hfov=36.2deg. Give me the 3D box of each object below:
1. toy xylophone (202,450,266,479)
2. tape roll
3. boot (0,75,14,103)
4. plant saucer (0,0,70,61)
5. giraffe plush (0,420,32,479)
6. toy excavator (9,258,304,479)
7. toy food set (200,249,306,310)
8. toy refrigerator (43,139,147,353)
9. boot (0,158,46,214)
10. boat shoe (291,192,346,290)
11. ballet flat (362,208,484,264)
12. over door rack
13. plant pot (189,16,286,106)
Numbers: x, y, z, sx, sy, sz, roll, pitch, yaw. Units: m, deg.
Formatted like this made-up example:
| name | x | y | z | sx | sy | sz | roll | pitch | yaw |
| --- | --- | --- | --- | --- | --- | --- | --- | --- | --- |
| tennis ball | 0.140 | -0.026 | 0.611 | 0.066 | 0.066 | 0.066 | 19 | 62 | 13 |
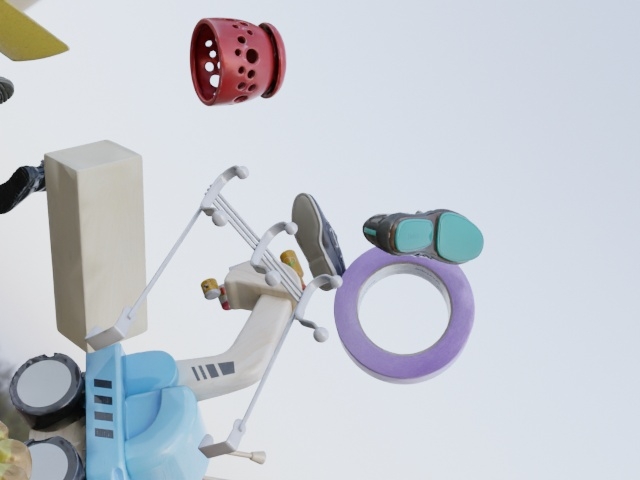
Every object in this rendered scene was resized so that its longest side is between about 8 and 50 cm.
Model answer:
| name | x | y | z | sx | sy | sz | roll | pitch | yaw |
| --- | --- | --- | --- | --- | --- | --- | --- | --- | --- |
| toy xylophone | -0.235 | 0.525 | 1.986 | 0.236 | 0.323 | 0.081 | -66 | -148 | 23 |
| tape roll | 0.165 | 0.143 | 1.936 | 0.275 | 0.275 | 0.090 | 42 | -10 | 13 |
| boot | -0.727 | -0.363 | 2.021 | 0.076 | 0.190 | 0.208 | 80 | -2 | -53 |
| plant saucer | -0.627 | -0.427 | 1.670 | 0.333 | 0.081 | 0.333 | 38 | -2 | -41 |
| giraffe plush | -0.444 | 0.303 | 1.099 | 0.210 | 0.170 | 0.181 | 12 | 12 | -19 |
| toy excavator | -0.225 | 0.244 | 1.500 | 0.222 | 0.445 | 0.433 | 86 | -5 | -49 |
| toy food set | -0.150 | 0.117 | 2.260 | 0.111 | 0.232 | 0.104 | 91 | -22 | -59 |
| toy refrigerator | -0.308 | 0.007 | 1.343 | 0.094 | 0.102 | 0.269 | 25 | -57 | 40 |
| boot | -0.475 | -0.089 | 1.610 | 0.121 | 0.099 | 0.045 | -40 | -101 | 27 |
| boat shoe | 0.000 | 0.000 | 1.990 | 0.075 | 0.065 | 0.206 | -21 | -94 | 38 |
| ballet flat | 0.175 | -0.015 | 1.699 | 0.096 | 0.095 | 0.280 | 10 | 1 | 41 |
| over door rack | -0.111 | 0.086 | 1.277 | 0.108 | 0.324 | 0.239 | -14 | -56 | 47 |
| plant pot | -0.176 | -0.392 | 2.148 | 0.191 | 0.174 | 0.191 | 22 | -65 | 62 |
